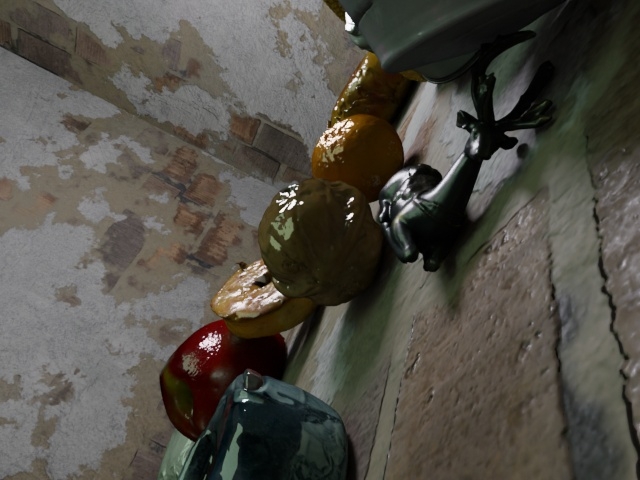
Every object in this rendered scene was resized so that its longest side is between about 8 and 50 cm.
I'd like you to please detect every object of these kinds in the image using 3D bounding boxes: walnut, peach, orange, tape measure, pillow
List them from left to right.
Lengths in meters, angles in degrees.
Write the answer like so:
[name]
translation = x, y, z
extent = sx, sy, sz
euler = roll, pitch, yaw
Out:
[pillow]
translation = -0.337, 0.565, 1.466
extent = 0.283, 0.138, 0.309
euler = -43, 21, 47
[peach]
translation = -0.191, 0.316, 1.215
extent = 0.338, 0.281, 0.281
euler = -3, -53, -56
[tape measure]
translation = -0.084, 0.275, 0.560
extent = 0.256, 0.147, 0.275
euler = -67, 7, -31
[walnut]
translation = 0.000, 0.000, 0.814
extent = 0.198, 0.198, 0.245
euler = -60, 14, 22
[orange]
translation = 0.069, -0.147, 0.977
extent = 0.178, 0.155, 0.177
euler = -24, 20, 9

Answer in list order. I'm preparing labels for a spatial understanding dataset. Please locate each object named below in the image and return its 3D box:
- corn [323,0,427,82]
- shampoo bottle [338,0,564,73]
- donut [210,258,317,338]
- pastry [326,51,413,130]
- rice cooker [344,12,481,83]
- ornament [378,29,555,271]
[corn]
translation = 0.121, -0.406, 1.003
extent = 0.106, 0.305, 0.106
euler = -40, 36, 37
[shampoo bottle]
translation = 0.126, -0.322, 0.516
extent = 0.273, 0.266, 0.273
euler = -20, 5, 2
[donut]
translation = -0.109, 0.110, 1.139
extent = 0.253, 0.254, 0.118
euler = -90, -17, -71
[pastry]
translation = 0.146, -0.409, 1.471
extent = 0.355, 0.164, 0.356
euler = -62, 3, 7
[rice cooker]
translation = 0.177, -0.384, 0.830
extent = 0.241, 0.227, 0.280
euler = -66, 26, 21
[ornament]
translation = 0.149, -0.102, 0.558
extent = 0.202, 0.080, 0.236
euler = -86, 21, -67
